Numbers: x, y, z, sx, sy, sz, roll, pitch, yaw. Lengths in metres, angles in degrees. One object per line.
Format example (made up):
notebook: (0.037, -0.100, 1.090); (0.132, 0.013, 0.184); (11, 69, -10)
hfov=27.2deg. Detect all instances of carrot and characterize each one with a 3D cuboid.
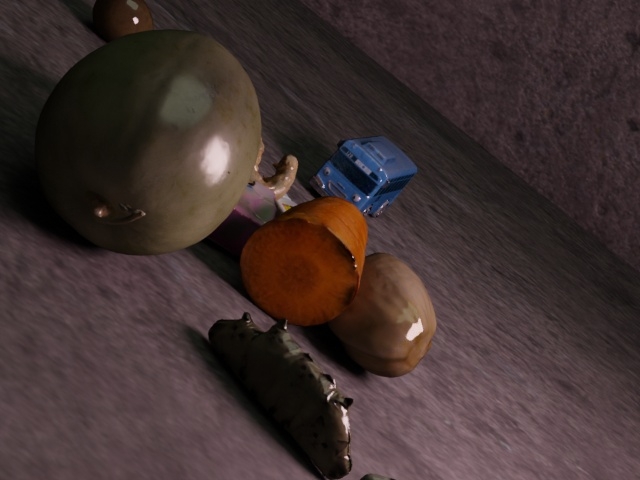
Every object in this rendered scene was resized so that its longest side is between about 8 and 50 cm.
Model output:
carrot: (0.000, 0.000, 1.807); (0.159, 0.159, 0.225); (40, 30, -4)

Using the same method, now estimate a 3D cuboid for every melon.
melon: (-0.199, -0.117, 1.566); (0.272, 0.272, 0.308); (45, 51, 15)

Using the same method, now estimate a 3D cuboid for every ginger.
ginger: (-0.165, -0.131, 1.964); (0.258, 0.065, 0.149); (32, 46, 0)

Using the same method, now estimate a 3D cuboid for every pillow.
pillow: (-0.032, 0.163, 1.515); (0.241, 0.093, 0.051); (48, 22, 20)

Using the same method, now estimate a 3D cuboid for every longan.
longan: (-0.329, -0.368, 2.212); (0.113, 0.092, 0.113); (25, -27, 14)

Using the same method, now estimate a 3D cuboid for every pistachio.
pistachio: (0.082, 0.102, 1.844); (0.153, 0.138, 0.238); (19, 22, -11)

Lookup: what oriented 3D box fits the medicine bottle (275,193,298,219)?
medicine bottle: (-0.053, -0.028, 2.012); (0.074, 0.055, 0.118); (22, 24, -42)

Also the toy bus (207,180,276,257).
toy bus: (-0.183, -0.078, 1.803); (0.274, 0.090, 0.112); (32, 25, -28)

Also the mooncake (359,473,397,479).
mooncake: (0.119, 0.356, 1.292); (0.250, 0.136, 0.254); (34, 18, -34)

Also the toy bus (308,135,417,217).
toy bus: (0.081, -0.118, 2.392); (0.116, 0.133, 0.234); (44, 17, 9)
